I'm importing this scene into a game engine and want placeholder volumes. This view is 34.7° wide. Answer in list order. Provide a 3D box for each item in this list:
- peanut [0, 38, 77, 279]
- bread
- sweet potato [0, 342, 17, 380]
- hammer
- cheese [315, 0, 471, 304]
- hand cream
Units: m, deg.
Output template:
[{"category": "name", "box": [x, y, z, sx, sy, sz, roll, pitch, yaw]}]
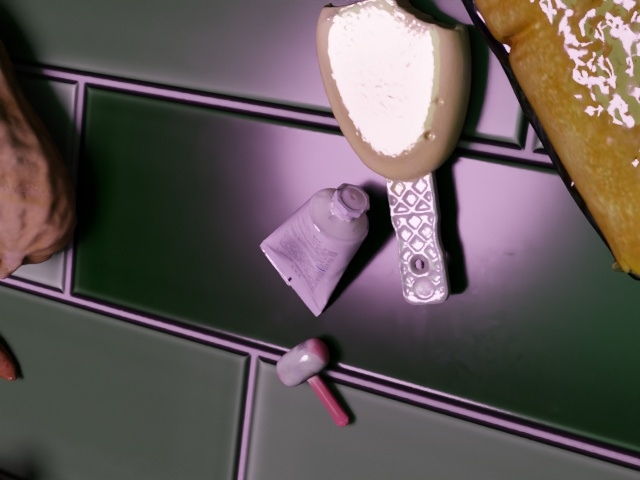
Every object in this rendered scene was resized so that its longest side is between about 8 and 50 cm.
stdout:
[{"category": "peanut", "box": [-0.340, -0.108, 0.971, 0.143, 0.159, 0.291, -27, 85, 2]}, {"category": "bread", "box": [0.235, -0.138, 0.656, 0.251, 0.208, 0.376, -29, 81, 23]}, {"category": "sweet potato", "box": [-0.438, 0.098, 1.110, 0.255, 0.058, 0.078, 7, 118, 23]}, {"category": "hammer", "box": [-0.001, 0.130, 0.908, 0.052, 0.031, 0.083, -36, 87, 30]}, {"category": "cheese", "box": [0.072, -0.074, 0.827, 0.127, 0.050, 0.255, -8, 96, 26]}, {"category": "hand cream", "box": [0.000, 0.000, 0.868, 0.084, 0.053, 0.142, 52, 144, 11]}]
